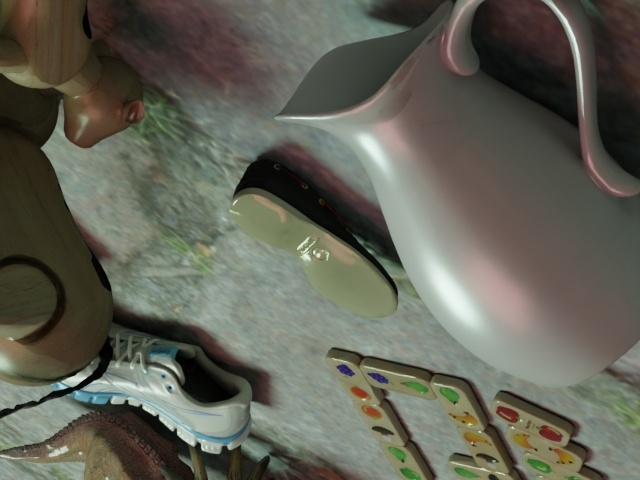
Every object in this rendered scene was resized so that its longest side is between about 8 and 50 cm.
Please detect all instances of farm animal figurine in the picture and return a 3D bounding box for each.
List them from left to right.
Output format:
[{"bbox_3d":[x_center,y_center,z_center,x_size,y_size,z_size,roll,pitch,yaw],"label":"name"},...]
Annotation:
[{"bbox_3d":[-0.200,-0.055,1.190,0.330,0.172,0.327,-16,88,55],"label":"farm animal figurine"}]

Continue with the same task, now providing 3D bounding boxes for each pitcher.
[{"bbox_3d":[0.103,-0.034,1.015,0.177,0.125,0.207,-29,108,43],"label":"pitcher"}]

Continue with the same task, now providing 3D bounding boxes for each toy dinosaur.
[{"bbox_3d":[-0.141,0.214,1.686,0.295,0.127,0.200,34,149,18],"label":"toy dinosaur"}]

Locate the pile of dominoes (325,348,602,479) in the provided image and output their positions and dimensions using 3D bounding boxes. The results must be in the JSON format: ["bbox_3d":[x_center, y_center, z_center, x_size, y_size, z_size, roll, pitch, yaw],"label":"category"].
[{"bbox_3d":[0.120,0.182,1.449,0.196,0.040,0.251,11,149,33],"label":"pile of dominoes"}]

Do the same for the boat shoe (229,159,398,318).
[{"bbox_3d":[0.001,-0.001,1.246,0.133,0.042,0.049,39,132,-18],"label":"boat shoe"}]

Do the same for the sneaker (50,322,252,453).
[{"bbox_3d":[-0.136,0.095,1.532,0.190,0.071,0.083,21,147,-1],"label":"sneaker"}]
